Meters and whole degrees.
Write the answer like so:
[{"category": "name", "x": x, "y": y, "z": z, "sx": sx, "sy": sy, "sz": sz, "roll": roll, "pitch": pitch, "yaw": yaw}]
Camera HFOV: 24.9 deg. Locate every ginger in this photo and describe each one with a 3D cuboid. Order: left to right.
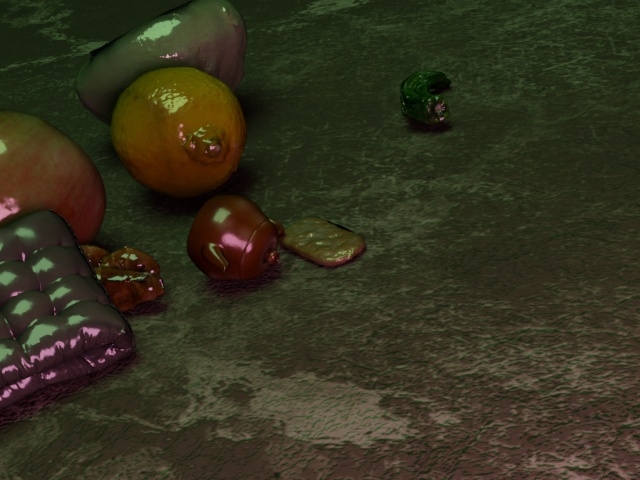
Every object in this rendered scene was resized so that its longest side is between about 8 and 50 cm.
[{"category": "ginger", "x": -0.270, "y": 0.053, "z": 1.837, "sx": 0.162, "sy": 0.073, "sz": 0.103, "roll": -5, "pitch": 41, "yaw": 9}]

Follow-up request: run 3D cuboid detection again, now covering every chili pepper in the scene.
[{"category": "chili pepper", "x": 0.154, "y": -0.211, "z": 2.135, "sx": 0.073, "sy": 0.050, "sz": 0.182, "roll": -18, "pitch": 23, "yaw": 13}]

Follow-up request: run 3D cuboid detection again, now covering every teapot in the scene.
[{"category": "teapot", "x": -0.097, "y": 0.002, "z": 1.809, "sx": 0.116, "sy": 0.116, "sz": 0.173, "roll": -1, "pitch": 17, "yaw": 27}]

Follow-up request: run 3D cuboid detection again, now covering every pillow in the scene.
[{"category": "pillow", "x": -0.409, "y": 0.101, "z": 1.699, "sx": 0.326, "sy": 0.101, "sz": 0.228, "roll": -25, "pitch": 59, "yaw": -17}]

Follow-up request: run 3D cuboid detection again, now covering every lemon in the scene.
[{"category": "lemon", "x": -0.202, "y": -0.154, "z": 2.068, "sx": 0.188, "sy": 0.188, "sz": 0.256, "roll": -29, "pitch": 29, "yaw": -24}]

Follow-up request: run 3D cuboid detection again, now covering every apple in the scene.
[{"category": "apple", "x": -0.420, "y": -0.042, "z": 1.922, "sx": 0.256, "sy": 0.257, "sz": 0.234, "roll": 2, "pitch": 56, "yaw": 32}]

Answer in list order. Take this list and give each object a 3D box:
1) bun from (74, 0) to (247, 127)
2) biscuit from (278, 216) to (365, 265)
[{"category": "bun", "x": -0.232, "y": -0.251, "z": 2.289, "sx": 0.293, "sy": 0.187, "sz": 0.293, "roll": -25, "pitch": 3, "yaw": 1}, {"category": "biscuit", "x": 0.000, "y": 0.000, "z": 1.843, "sx": 0.071, "sy": 0.018, "sz": 0.147, "roll": -31, "pitch": 31, "yaw": -24}]
